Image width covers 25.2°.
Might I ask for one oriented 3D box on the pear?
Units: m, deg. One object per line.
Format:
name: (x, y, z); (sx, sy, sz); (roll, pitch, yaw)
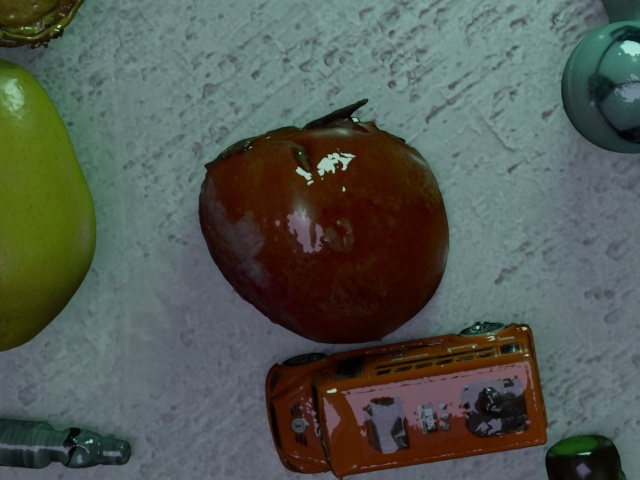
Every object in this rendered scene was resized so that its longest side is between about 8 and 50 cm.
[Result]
pear: (-0.391, -0.036, 1.641); (0.285, 0.285, 0.336); (29, 91, 1)

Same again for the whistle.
whistle: (0.330, -0.203, 1.595); (0.163, 0.163, 0.289); (-27, 94, 9)

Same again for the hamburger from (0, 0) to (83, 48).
hamburger: (-0.388, -0.365, 1.600); (0.319, 0.158, 0.318); (-8, 109, -25)

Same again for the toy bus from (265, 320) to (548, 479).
toy bus: (0.096, 0.196, 1.678); (0.329, 0.153, 0.143); (-9, 99, 7)

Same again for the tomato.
tomato: (-0.001, -0.003, 1.649); (0.309, 0.170, 0.308); (1, 97, 7)

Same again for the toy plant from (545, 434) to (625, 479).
toy plant: (0.324, 0.318, 1.704); (0.093, 0.093, 0.162); (-14, 99, 8)

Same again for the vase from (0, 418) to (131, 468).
vase: (-0.340, 0.256, 1.780); (0.212, 0.060, 0.059); (4, 99, 4)
